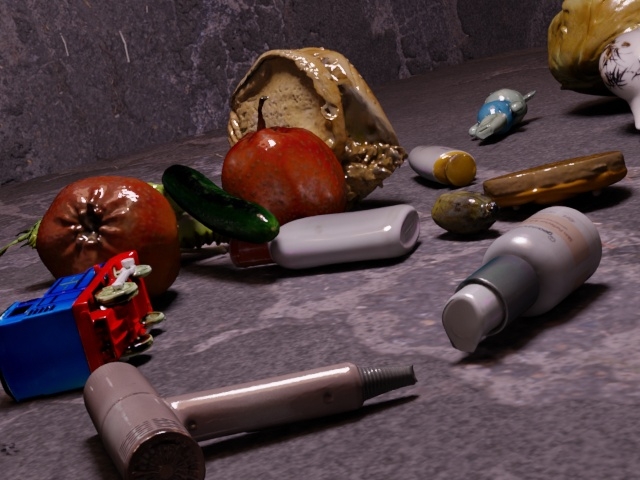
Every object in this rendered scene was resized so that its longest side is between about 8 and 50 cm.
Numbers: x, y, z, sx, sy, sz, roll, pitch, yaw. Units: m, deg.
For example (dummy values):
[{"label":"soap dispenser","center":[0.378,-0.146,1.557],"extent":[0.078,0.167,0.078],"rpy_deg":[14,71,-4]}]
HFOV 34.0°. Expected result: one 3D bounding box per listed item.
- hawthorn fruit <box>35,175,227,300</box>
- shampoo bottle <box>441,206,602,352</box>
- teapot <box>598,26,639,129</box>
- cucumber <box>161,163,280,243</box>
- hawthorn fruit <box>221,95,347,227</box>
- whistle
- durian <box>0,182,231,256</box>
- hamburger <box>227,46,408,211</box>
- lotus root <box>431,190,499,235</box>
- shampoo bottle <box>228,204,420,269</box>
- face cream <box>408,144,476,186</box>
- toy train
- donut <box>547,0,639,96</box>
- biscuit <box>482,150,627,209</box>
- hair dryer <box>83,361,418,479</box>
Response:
[{"label":"hawthorn fruit","center":[-0.212,0.004,1.243],"extent":[0.165,0.165,0.285],"rpy_deg":[-8,-4,18]},{"label":"shampoo bottle","center":[0.162,0.029,0.853],"extent":[0.074,0.074,0.192],"rpy_deg":[-2,16,40]},{"label":"teapot","center":[0.533,-0.240,1.610],"extent":[0.208,0.166,0.299],"rpy_deg":[9,8,14]},{"label":"cucumber","center":[-0.130,-0.045,1.264],"extent":[0.056,0.056,0.284],"rpy_deg":[-19,26,-28]},{"label":"hawthorn fruit","center":[-0.051,-0.086,1.320],"extent":[0.157,0.194,0.157],"rpy_deg":[-17,8,2]},{"label":"whistle","center":[0.322,-0.228,1.899],"extent":[0.114,0.077,0.235],"rpy_deg":[-28,6,29]},{"label":"durian","center":[-0.257,-0.013,1.384],"extent":[0.375,0.132,0.106],"rpy_deg":[-2,-7,1]},{"label":"hamburger","center":[-0.014,-0.153,1.488],"extent":[0.286,0.243,0.146],"rpy_deg":[20,29,41]},{"label":"lotus root","center":[0.167,-0.030,1.185],"extent":[0.054,0.049,0.099],"rpy_deg":[-10,8,-32]},{"label":"shampoo bottle","center":[0.000,0.000,1.208],"extent":[0.221,0.051,0.108],"rpy_deg":[-7,18,23]},{"label":"face cream","center":[0.179,-0.114,1.557],"extent":[0.072,0.051,0.182],"rpy_deg":[-11,12,-10]},{"label":"toy train","center":[-0.227,0.077,1.014],"extent":[0.131,0.083,0.204],"rpy_deg":[-14,11,3]},{"label":"donut","center":[0.583,-0.362,1.852],"extent":[0.360,0.170,0.360],"rpy_deg":[-1,-7,0]},{"label":"biscuit","center":[0.282,-0.067,1.251],"extent":[0.170,0.050,0.170],"rpy_deg":[-12,4,1]},{"label":"hair dryer","center":[-0.051,0.108,0.755],"extent":[0.220,0.054,0.195],"rpy_deg":[-16,12,-19]}]
